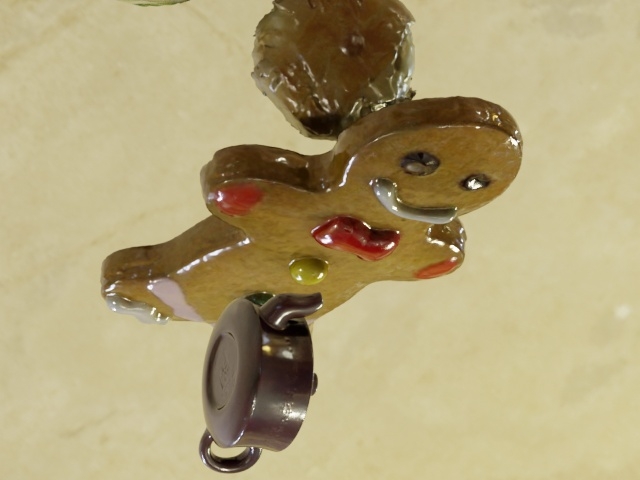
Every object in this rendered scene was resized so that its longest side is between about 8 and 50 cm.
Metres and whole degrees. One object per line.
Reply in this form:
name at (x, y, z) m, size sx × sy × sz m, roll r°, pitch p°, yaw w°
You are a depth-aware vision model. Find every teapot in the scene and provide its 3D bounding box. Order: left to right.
teapot at (-0.024, 0.063, 0.636) m, size 0.045 × 0.068 × 0.100 m, roll 10°, pitch 119°, yaw -21°

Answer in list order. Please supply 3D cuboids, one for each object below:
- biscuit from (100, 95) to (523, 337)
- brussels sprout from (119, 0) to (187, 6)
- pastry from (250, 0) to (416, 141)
biscuit at (0.000, 0.001, 1.267) m, size 0.283 × 0.064 × 0.432 m, roll 19°, pitch 144°, yaw -38°
brussels sprout at (-0.163, -0.325, 1.343) m, size 0.244 × 0.244 × 0.244 m, roll -17°, pitch 127°, yaw -24°
pastry at (0.013, -0.160, 1.272) m, size 0.153 × 0.153 × 0.081 m, roll -38°, pitch 172°, yaw -7°
